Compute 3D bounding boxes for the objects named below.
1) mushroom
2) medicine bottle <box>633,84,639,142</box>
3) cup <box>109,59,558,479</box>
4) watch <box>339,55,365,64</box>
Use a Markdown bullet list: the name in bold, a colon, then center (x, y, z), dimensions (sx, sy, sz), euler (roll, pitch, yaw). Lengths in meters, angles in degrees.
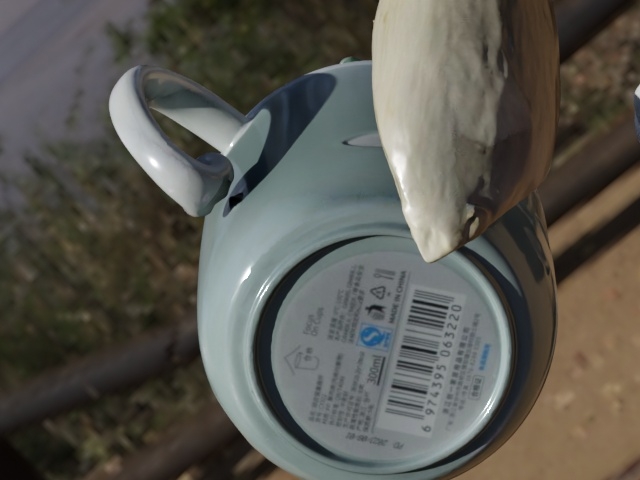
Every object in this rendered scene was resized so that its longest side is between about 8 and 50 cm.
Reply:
- **mushroom**: center (0.071, -0.109, 1.008), dimensions (0.096, 0.108, 0.247), euler (-9, 80, 62)
- **medicine bottle**: center (0.324, -0.082, 1.492), dimensions (0.111, 0.161, 0.296), euler (-51, 8, 1)
- **cup**: center (0.000, 0.000, 1.409), dimensions (0.259, 0.357, 0.274), euler (-51, 13, 15)
- **watch**: center (0.077, -0.076, 1.740), dimensions (0.165, 0.152, 0.131), euler (33, 107, 58)
